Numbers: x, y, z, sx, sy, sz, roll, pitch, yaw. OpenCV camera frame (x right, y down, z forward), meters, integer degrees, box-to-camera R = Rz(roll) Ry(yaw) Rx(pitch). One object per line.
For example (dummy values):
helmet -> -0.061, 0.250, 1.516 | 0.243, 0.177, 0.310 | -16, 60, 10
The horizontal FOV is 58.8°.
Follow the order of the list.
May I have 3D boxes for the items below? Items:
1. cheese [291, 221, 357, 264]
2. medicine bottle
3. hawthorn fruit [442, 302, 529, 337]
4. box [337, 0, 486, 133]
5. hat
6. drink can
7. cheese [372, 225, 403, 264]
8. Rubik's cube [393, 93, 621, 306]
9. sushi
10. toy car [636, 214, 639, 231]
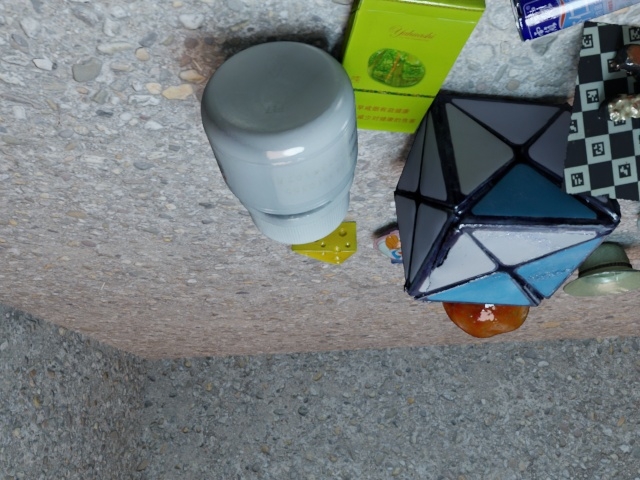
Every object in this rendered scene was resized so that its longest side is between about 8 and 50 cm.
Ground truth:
cheese -> 0.000, 0.000, 1.610 | 0.171, 0.093, 0.126 | 9, 156, -19
medicine bottle -> -0.056, -0.154, 0.986 | 0.245, 0.245, 0.306 | -3, 147, 5
hawthorn fruit -> 0.521, 0.171, 1.836 | 0.275, 0.275, 0.300 | -18, 138, 36
box -> 0.122, -0.294, 0.958 | 0.187, 0.047, 0.335 | 4, 158, -9
hat -> 0.886, 0.079, 1.776 | 0.257, 0.130, 0.257 | 0, 159, 0
drink can -> 0.380, -0.352, 0.762 | 0.235, 0.097, 0.097 | -13, 155, 26
cheese -> 0.252, 0.021, 1.693 | 0.189, 0.074, 0.286 | -2, 159, 8
Rubik's cube -> 0.333, -0.068, 1.096 | 0.305, 0.310, 0.307 | 5, 145, -7
sushi -> 0.499, -0.204, 0.902 | 0.192, 0.279, 0.043 | 5, -175, -9
toy car -> 0.904, -0.050, 1.520 | 0.139, 0.112, 0.112 | 15, 171, -11
